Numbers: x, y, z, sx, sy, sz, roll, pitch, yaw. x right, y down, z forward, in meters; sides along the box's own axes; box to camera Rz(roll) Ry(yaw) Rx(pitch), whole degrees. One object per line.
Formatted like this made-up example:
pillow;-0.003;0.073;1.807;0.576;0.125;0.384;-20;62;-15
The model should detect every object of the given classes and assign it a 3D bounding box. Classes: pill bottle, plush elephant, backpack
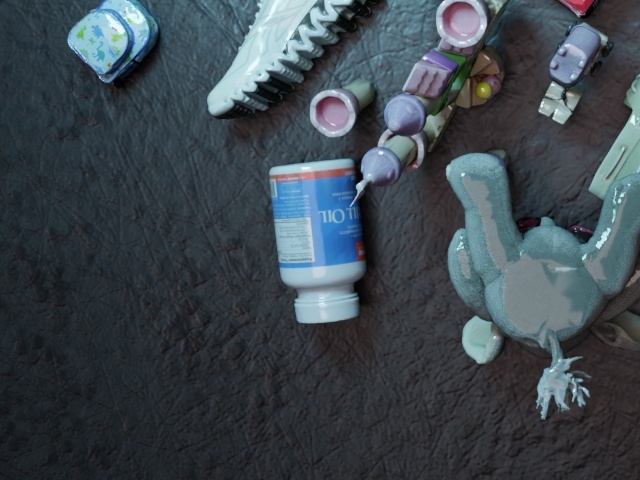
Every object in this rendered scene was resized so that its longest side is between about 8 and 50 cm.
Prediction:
pill bottle;0.000;0.000;1.826;0.124;0.124;0.221;-6;95;15
plush elephant;0.301;0.059;1.706;0.272;0.255;0.329;0;88;5
backpack;-0.299;-0.297;1.895;0.114;0.084;0.105;-43;86;11

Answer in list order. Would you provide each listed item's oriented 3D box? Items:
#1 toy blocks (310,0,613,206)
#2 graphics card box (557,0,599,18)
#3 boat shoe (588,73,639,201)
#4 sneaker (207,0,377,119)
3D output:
toy blocks;0.156;-0.190;1.663;0.309;0.260;0.288;31;120;9
graphics card box;0.371;-0.504;1.699;0.233;0.094;0.371;39;104;8
boat shoe;0.445;-0.175;1.706;0.094;0.109;0.302;24;103;13
sneaker;-0.056;-0.287;1.831;0.292;0.110;0.118;-43;76;6
